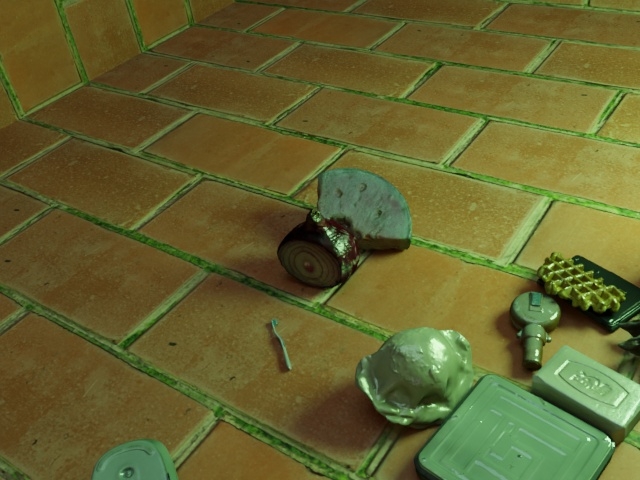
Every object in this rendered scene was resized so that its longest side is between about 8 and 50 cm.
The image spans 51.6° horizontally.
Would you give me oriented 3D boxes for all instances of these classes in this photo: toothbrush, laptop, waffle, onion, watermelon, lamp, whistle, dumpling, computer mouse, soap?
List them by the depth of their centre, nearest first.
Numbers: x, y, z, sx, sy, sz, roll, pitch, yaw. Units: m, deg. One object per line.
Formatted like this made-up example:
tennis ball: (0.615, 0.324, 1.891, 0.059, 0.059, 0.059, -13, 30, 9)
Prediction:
computer mouse: (-0.318, 0.483, 1.155, 0.159, 0.097, 0.288, -15, 50, -10)
lamp: (0.344, 0.385, 1.182, 0.269, 0.047, 0.266, 25, 51, 36)
soap: (0.510, 0.291, 1.256, 0.121, 0.064, 0.183, -33, 45, -31)
dumpling: (0.198, 0.268, 1.299, 0.258, 0.147, 0.193, -20, 70, -23)
whistle: (0.454, 0.183, 1.409, 0.107, 0.057, 0.220, 7, 43, 17)
waffle: (0.575, 0.094, 1.464, 0.192, 0.046, 0.160, 18, 35, 25)
toothbrush: (-0.090, 0.233, 1.489, 0.017, 0.014, 0.162, -29, 39, 5)
laptop: (0.617, 0.110, 1.491, 0.153, 0.026, 0.207, -28, 41, -21)
onion: (0.000, 0.000, 1.598, 0.195, 0.218, 0.140, 19, 45, 29)
watermelon: (0.105, -0.048, 1.742, 0.318, 0.148, 0.226, 38, 74, 27)

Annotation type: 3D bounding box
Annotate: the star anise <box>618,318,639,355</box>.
star anise: (0.700, 0.196, 1.317, 0.209, 0.089, 0.231, -9, 49, -12)
